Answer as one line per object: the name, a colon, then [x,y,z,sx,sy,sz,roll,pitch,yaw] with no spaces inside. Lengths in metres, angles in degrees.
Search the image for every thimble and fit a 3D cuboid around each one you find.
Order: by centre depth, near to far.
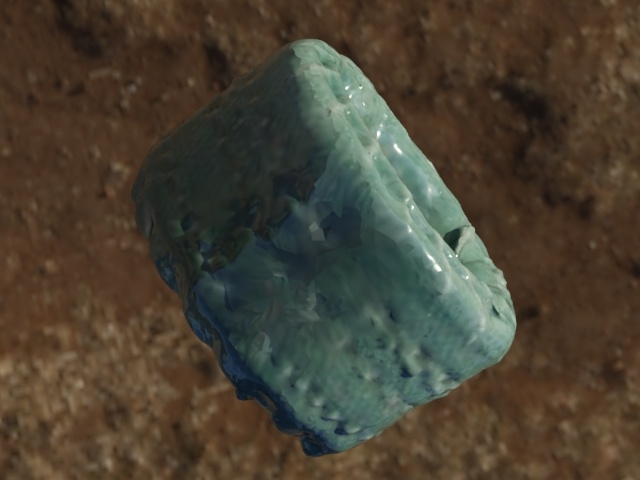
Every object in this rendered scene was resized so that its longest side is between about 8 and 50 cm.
thimble: [0.000,0.000,1.090,0.143,0.235,0.198,-34,145,12]
